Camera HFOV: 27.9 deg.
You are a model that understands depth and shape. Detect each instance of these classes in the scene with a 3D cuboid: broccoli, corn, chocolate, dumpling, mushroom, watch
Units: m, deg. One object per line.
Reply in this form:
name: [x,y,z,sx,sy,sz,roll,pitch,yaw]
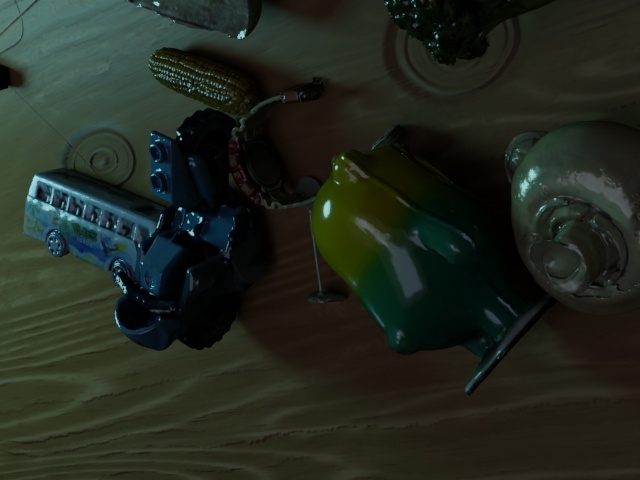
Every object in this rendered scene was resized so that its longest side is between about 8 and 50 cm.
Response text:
broccoli: [0.197,-0.361,1.443,0.283,0.304,0.321,13,147,9]
corn: [-0.176,-0.242,1.941,0.207,0.068,0.068,26,126,30]
chocolate: [-0.200,-0.412,1.855,0.303,0.100,0.185,25,136,33]
dumpling: [0.263,-0.109,1.649,0.059,0.043,0.077,61,143,31]
mushroom: [0.329,-0.013,1.530,0.246,0.202,0.246,25,136,27]
watch: [-0.018,-0.146,1.847,0.268,0.102,0.165,-36,84,37]

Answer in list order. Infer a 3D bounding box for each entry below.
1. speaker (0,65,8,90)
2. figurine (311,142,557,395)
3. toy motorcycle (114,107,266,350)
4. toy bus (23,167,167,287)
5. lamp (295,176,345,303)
speaker: [-0.641,-0.314,2.321,0.191,0.046,0.040,24,123,32]
figurine: [0.129,0.026,1.693,0.340,0.231,0.323,42,161,11]
toy motorcycle: [-0.211,0.009,1.981,0.172,0.232,0.416,27,126,35]
toy bus: [-0.360,-0.018,2.192,0.330,0.109,0.136,21,112,31]
lamp: [0.000,0.000,1.943,0.050,0.056,0.198,2,101,41]
